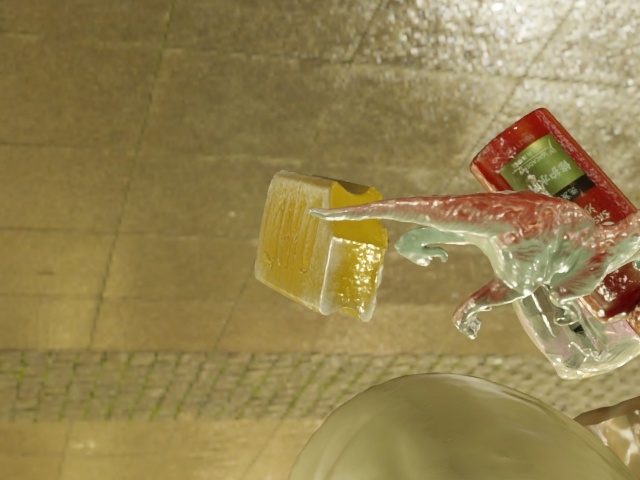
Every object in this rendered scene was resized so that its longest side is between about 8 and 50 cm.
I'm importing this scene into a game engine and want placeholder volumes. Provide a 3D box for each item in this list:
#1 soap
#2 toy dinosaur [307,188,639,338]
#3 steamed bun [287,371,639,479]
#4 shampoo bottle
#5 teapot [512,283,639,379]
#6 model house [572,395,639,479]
[{"bbox_3d":[0.000,0.000,1.290,0.073,0.140,0.232,8,-175,-21],"label":"soap"},{"bbox_3d":[0.117,-0.007,0.736,0.242,0.053,0.167,23,133,-23],"label":"toy dinosaur"},{"bbox_3d":[0.055,0.166,0.351,0.170,0.225,0.200,27,102,-11],"label":"steamed bun"},{"bbox_3d":[0.305,-0.006,1.306,0.118,0.314,0.076,-35,160,-6],"label":"shampoo bottle"},{"bbox_3d":[0.337,0.084,1.490,0.163,0.178,0.221,-22,156,6],"label":"teapot"},{"bbox_3d":[0.354,0.235,0.576,0.446,0.395,0.400,7,149,-39],"label":"model house"}]
